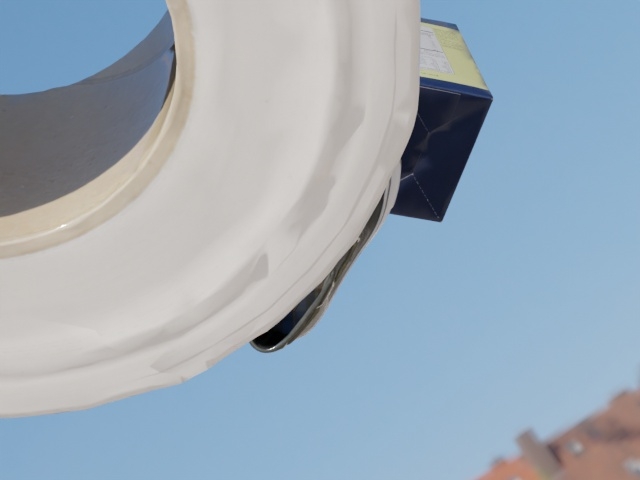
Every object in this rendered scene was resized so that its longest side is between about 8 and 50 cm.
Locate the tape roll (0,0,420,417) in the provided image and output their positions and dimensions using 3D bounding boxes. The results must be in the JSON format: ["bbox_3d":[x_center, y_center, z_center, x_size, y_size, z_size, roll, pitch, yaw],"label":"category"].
[{"bbox_3d":[-0.112,-0.082,0.585,0.286,0.100,0.286,0,-54,0],"label":"tape roll"}]

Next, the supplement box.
[{"bbox_3d":[0.046,-0.070,1.033,0.056,0.083,0.083,10,-57,-19],"label":"supplement box"}]

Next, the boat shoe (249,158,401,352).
[{"bbox_3d":[0.000,0.000,0.959,0.040,0.049,0.142,-48,-15,-58],"label":"boat shoe"}]
